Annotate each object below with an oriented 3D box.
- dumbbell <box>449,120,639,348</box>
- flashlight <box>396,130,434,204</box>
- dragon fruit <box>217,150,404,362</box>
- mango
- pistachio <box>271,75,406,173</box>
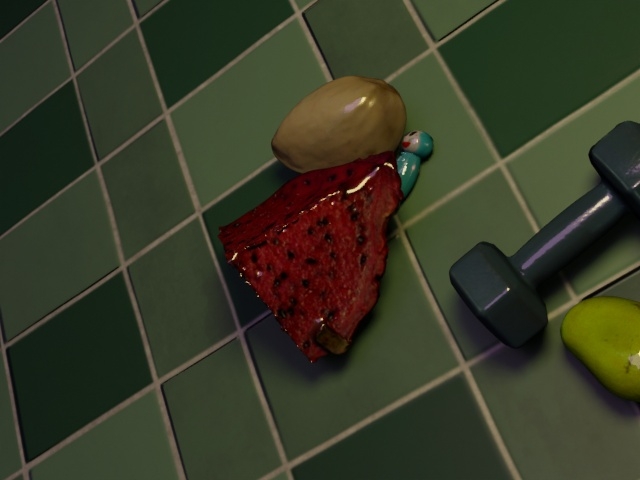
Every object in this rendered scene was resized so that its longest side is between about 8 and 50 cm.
[{"bbox_3d":[0.327,-0.006,1.253,0.325,0.144,0.160,-42,53,13],"label":"dumbbell"},{"bbox_3d":[0.135,-0.110,1.477,0.051,0.051,0.129,20,88,36],"label":"flashlight"},{"bbox_3d":[0.000,0.000,1.400,0.330,0.240,0.302,-42,74,20],"label":"dragon fruit"},{"bbox_3d":[0.383,0.128,1.195,0.117,0.089,0.163,-46,53,8],"label":"mango"},{"bbox_3d":[0.031,-0.178,1.513,0.237,0.137,0.153,-11,84,31],"label":"pistachio"}]
